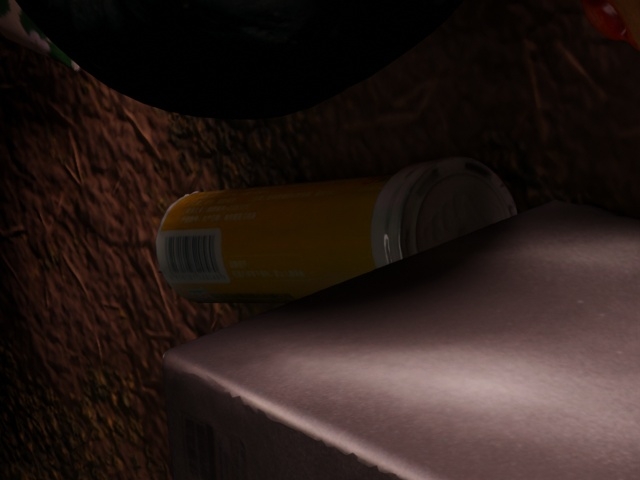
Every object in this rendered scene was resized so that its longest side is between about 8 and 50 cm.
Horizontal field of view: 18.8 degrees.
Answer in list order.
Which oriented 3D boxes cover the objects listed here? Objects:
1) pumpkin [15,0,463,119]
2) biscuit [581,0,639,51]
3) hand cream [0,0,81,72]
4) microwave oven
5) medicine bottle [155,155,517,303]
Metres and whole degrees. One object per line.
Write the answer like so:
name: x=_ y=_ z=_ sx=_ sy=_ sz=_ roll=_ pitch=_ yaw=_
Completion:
pumpkin: x=-0.041 y=-0.215 z=0.793 sx=0.315 sy=0.238 sz=0.315 roll=40 pitch=151 yaw=27
biscuit: x=0.161 y=-0.096 z=0.712 sx=0.225 sy=0.036 sz=0.166 roll=35 pitch=154 yaw=41
hand cream: x=-0.237 y=-0.178 z=1.191 sx=0.276 sy=0.059 sz=0.095 roll=22 pitch=128 yaw=40
microwave oven: x=0.127 y=0.243 z=0.782 sx=0.374 sy=0.236 sz=0.432 roll=20 pitch=121 yaw=45
medicine bottle: x=0.000 y=0.000 z=0.966 sx=0.218 sy=0.074 sz=0.074 roll=-2 pitch=105 yaw=53
